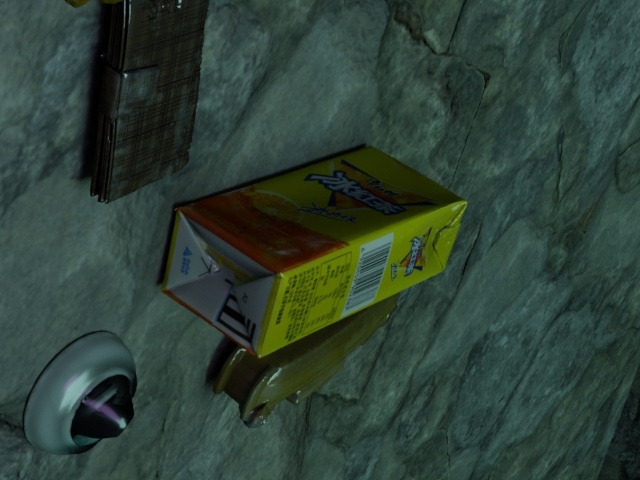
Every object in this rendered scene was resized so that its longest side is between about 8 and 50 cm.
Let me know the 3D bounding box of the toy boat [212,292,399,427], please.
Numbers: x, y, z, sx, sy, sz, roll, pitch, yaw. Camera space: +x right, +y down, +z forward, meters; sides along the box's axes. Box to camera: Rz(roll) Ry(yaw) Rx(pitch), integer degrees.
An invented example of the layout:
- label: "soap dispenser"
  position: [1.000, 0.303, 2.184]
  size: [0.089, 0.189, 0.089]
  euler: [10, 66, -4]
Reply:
- label: "toy boat"
  position: [-0.008, 0.129, 1.704]
  size: [0.321, 0.089, 0.121]
  euler: [-33, 149, -43]

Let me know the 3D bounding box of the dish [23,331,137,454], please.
- label: "dish"
  position: [-0.224, 0.172, 1.391]
  size: [0.141, 0.078, 0.141]
  euler: [-41, 149, -32]

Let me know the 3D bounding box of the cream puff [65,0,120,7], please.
- label: "cream puff"
  position: [-0.179, -0.227, 1.088]
  size: [0.058, 0.083, 0.083]
  euler: [-97, 178, -53]

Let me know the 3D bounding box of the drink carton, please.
- label: "drink carton"
  position: [0.000, 0.000, 1.508]
  size: [0.351, 0.154, 0.111]
  euler: [-22, 136, -49]

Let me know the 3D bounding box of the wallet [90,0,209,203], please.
- label: "wallet"
  position: [-0.151, -0.151, 1.222]
  size: [0.124, 0.042, 0.230]
  euler: [-30, 143, -49]
